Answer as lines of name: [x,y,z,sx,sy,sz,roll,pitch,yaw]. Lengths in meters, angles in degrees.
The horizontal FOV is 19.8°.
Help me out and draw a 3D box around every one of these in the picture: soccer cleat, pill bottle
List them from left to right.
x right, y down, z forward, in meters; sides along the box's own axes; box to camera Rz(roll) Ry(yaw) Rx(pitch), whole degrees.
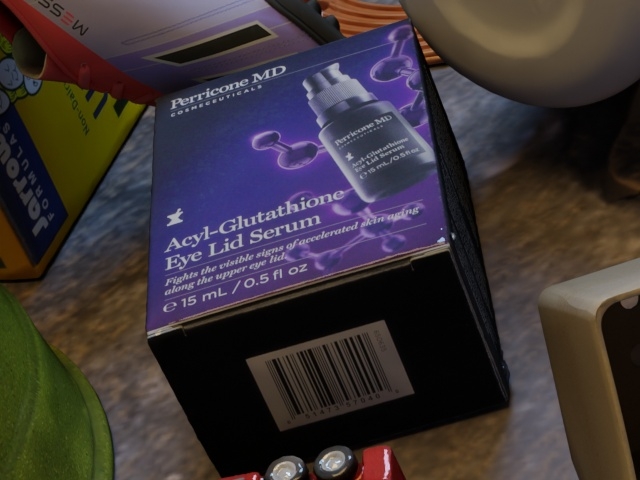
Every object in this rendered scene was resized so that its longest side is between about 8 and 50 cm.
soccer cleat: [-0.102,-0.118,1.024,0.108,0.318,0.116,4,67,62]
pill bottle: [0.188,-0.216,1.019,0.181,0.181,0.323,13,38,39]

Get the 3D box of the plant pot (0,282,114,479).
plant pot: [-0.333,0.043,0.855,0.366,0.353,0.366,-14,38,11]

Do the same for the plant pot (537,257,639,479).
plant pot: [0.134,0.049,0.649,0.109,0.109,0.096,-17,13,-14]

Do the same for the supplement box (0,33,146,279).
supplement box: [-0.222,-0.162,1.187,0.195,0.194,0.356,-1,42,27]

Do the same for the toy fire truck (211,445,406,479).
toy fire truck: [-0.005,0.156,0.796,0.192,0.047,0.135,-13,39,14]

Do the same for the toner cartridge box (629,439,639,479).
toner cartridge box: [0.261,0.131,0.632,0.347,0.075,0.165,10,31,36]

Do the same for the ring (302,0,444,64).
ring: [0.096,-0.228,1.239,0.336,0.032,0.337,-15,36,11]

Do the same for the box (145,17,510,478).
box: [0.000,0.000,0.938,0.153,0.108,0.207,-18,37,8]
